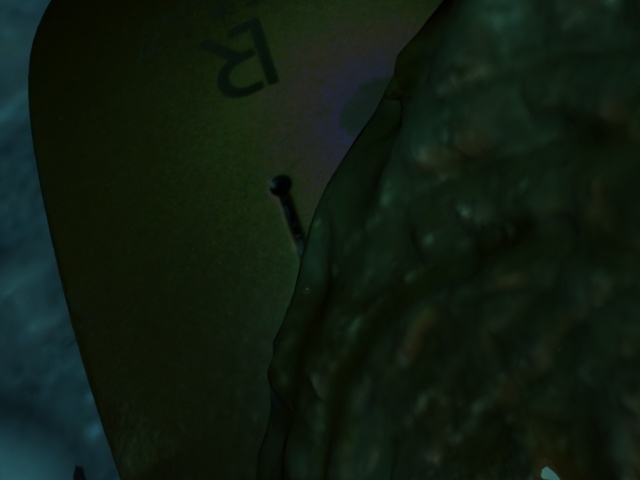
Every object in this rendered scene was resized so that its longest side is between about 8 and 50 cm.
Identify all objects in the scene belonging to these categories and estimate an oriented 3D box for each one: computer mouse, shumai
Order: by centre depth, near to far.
[{"bbox_3d":[0.160,0.059,0.452,0.309,0.263,0.304,-31,70,45],"label":"shumai"},{"bbox_3d":[0.000,0.000,0.631,0.158,0.072,0.310,-24,61,9],"label":"computer mouse"}]
